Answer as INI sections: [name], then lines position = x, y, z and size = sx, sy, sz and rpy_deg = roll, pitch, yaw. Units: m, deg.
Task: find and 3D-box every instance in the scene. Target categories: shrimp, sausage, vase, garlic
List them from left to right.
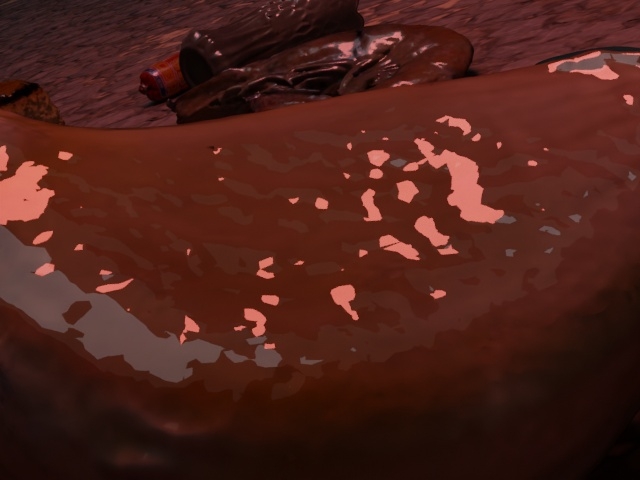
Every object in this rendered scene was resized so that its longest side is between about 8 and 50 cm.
[sausage]
position = -0.111, -0.156, 1.256
size = 0.129, 0.034, 0.034
rpy_deg = -30, 20, -33
[vase]
position = -0.045, -0.167, 1.157
size = 0.149, 0.081, 0.081
rpy_deg = -32, 21, -29
[shrimp]
position = -0.004, -0.101, 0.965
size = 0.223, 0.047, 0.126
rpy_deg = -11, 28, 18
[garlic]
position = 0.009, 0.012, 0.388
size = 0.245, 0.164, 0.145
rpy_deg = -15, -1, -8

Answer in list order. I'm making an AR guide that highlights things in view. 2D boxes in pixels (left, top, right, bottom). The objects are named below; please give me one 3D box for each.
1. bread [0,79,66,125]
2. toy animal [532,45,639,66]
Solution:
[bread]
position = -0.262, -0.066, 1.034
size = 0.140, 0.069, 0.128
rpy_deg = -33, 23, -30
[toy animal]
position = 0.147, -0.061, 0.574
size = 0.208, 0.100, 0.103
rpy_deg = -37, 61, -18
